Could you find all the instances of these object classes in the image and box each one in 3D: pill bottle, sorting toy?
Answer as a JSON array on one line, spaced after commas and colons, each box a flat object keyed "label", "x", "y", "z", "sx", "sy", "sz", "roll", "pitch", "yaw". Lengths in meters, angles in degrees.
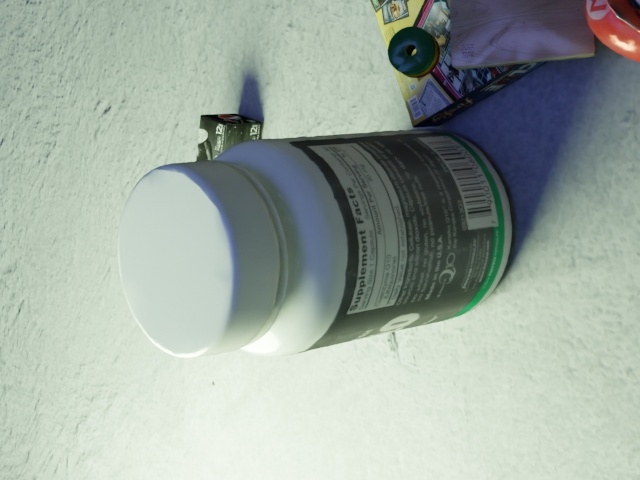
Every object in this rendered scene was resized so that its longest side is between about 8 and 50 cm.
[{"label": "pill bottle", "x": 0.000, "y": 0.000, "z": 1.241, "sx": 0.204, "sy": 0.361, "sz": 0.204, "roll": 8, "pitch": 102, "yaw": 46}, {"label": "sorting toy", "x": 0.198, "y": -0.227, "z": 1.191, "sx": 0.274, "sy": 0.046, "sz": 0.132, "roll": -3, "pitch": 85, "yaw": 22}]

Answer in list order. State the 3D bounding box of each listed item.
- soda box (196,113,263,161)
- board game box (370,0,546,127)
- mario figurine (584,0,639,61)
[{"label": "soda box", "x": -0.118, "y": -0.068, "z": 1.573, "sx": 0.053, "sy": 0.060, "sz": 0.169, "roll": 22, "pitch": 111, "yaw": 43}, {"label": "board game box", "x": 0.124, "y": -0.258, "z": 1.306, "sx": 0.165, "sy": 0.042, "sz": 0.243, "roll": -28, "pitch": 75, "yaw": 45}, {"label": "mario figurine", "x": 0.330, "y": -0.233, "z": 0.982, "sx": 0.320, "sy": 0.198, "sz": 0.170, "roll": -20, "pitch": 104, "yaw": 44}]
